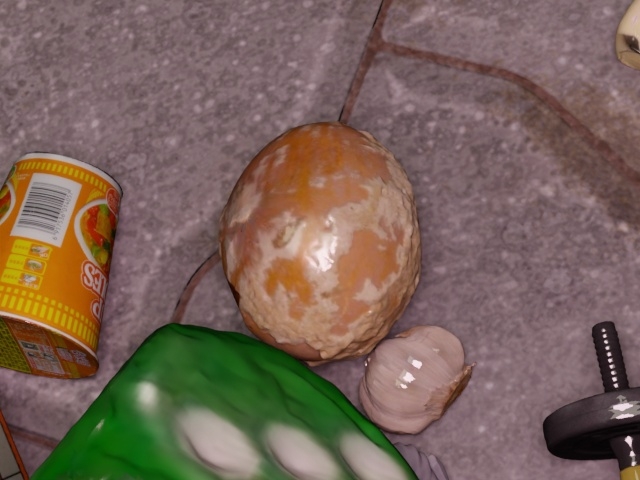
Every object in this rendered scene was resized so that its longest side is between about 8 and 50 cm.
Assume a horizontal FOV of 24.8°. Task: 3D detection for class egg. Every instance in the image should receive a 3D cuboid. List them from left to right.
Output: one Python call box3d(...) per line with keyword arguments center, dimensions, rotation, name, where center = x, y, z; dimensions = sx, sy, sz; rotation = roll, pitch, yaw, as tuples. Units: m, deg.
box3d(center=(0.000, 0.000, 1.345), dimensions=(0.195, 0.195, 0.233), rotation=(-8, 74, 9), name="egg")

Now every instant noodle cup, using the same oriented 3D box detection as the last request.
box3d(center=(-0.273, 0.020, 1.424), dimensions=(0.168, 0.168, 0.185), rotation=(6, 64, 14), name="instant noodle cup")

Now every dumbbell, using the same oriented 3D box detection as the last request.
box3d(center=(0.273, 0.224, 1.229), dimensions=(0.143, 0.143, 0.325), rotation=(-12, 68, 8), name="dumbbell")

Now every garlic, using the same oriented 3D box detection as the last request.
box3d(center=(0.082, 0.126, 1.345), dimensions=(0.094, 0.074, 0.113), rotation=(33, 96, 11), name="garlic")

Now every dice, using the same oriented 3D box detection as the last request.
box3d(center=(-0.099, 0.261, 1.160), dimensions=(0.297, 0.300, 0.287), rotation=(40, 112, -3), name="dice")

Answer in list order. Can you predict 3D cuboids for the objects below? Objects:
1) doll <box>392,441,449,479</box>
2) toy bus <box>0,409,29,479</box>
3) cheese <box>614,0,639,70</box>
box3d(center=(0.090, 0.245, 1.303), dimensions=(0.094, 0.079, 0.180), rotation=(-39, 80, -20), name="doll")
box3d(center=(-0.308, 0.246, 1.301), dimensions=(0.093, 0.092, 0.408), rotation=(-25, 86, 39), name="toy bus")
box3d(center=(0.397, -0.261, 1.424), dimensions=(0.127, 0.050, 0.255), rotation=(30, 80, 21), name="cheese")
